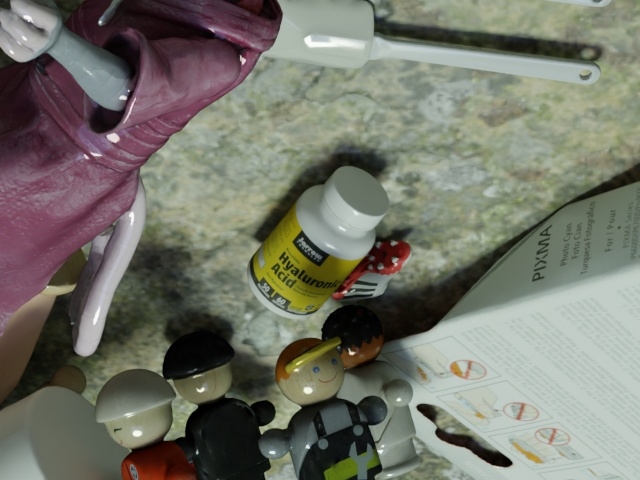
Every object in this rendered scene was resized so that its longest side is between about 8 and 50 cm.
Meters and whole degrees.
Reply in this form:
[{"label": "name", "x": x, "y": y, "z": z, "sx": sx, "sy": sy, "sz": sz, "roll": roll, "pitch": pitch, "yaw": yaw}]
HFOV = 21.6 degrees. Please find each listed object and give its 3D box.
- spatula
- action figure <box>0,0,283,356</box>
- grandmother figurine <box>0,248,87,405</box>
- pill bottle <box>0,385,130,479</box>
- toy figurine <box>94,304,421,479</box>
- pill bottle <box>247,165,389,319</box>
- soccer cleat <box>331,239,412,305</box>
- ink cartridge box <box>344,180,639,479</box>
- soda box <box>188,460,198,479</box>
[{"label": "spatula", "x": 0.081, "y": -0.169, "z": 1.086, "sx": 0.242, "sy": 0.019, "sz": 0.168, "roll": 6, "pitch": 130, "yaw": -7}, {"label": "action figure", "x": -0.126, "y": -0.076, "z": 1.004, "sx": 0.370, "sy": 0.248, "sz": 0.276, "roll": -36, "pitch": 122, "yaw": 25}, {"label": "grandmother figurine", "x": -0.295, "y": 0.116, "z": 1.316, "sx": 0.208, "sy": 0.104, "sz": 0.342, "roll": 19, "pitch": 130, "yaw": -7}, {"label": "pill bottle", "x": -0.281, "y": 0.232, "z": 1.261, "sx": 0.283, "sy": 0.161, "sz": 0.161, "roll": -31, "pitch": 128, "yaw": 18}, {"label": "toy figurine", "x": -0.041, "y": 0.133, "z": 1.243, "sx": 0.209, "sy": 0.213, "sz": 0.148, "roll": -17, "pitch": 91, "yaw": 20}, {"label": "pill bottle", "x": 0.000, "y": 0.000, "z": 1.220, "sx": 0.065, "sy": 0.065, "sz": 0.116, "roll": 22, "pitch": 131, "yaw": -21}, {"label": "soccer cleat", "x": 0.043, "y": 0.025, "z": 1.274, "sx": 0.036, "sy": 0.029, "sz": 0.083, "roll": 28, "pitch": 133, "yaw": -37}, {"label": "ink cartridge box", "x": 0.237, "y": 0.097, "z": 1.334, "sx": 0.385, "sy": 0.091, "sz": 0.308, "roll": -18, "pitch": 136, "yaw": 40}, {"label": "soda box", "x": -0.118, "y": 0.272, "z": 1.491, "sx": 0.067, "sy": 0.071, "sz": 0.210, "roll": 7, "pitch": 135, "yaw": -8}]
